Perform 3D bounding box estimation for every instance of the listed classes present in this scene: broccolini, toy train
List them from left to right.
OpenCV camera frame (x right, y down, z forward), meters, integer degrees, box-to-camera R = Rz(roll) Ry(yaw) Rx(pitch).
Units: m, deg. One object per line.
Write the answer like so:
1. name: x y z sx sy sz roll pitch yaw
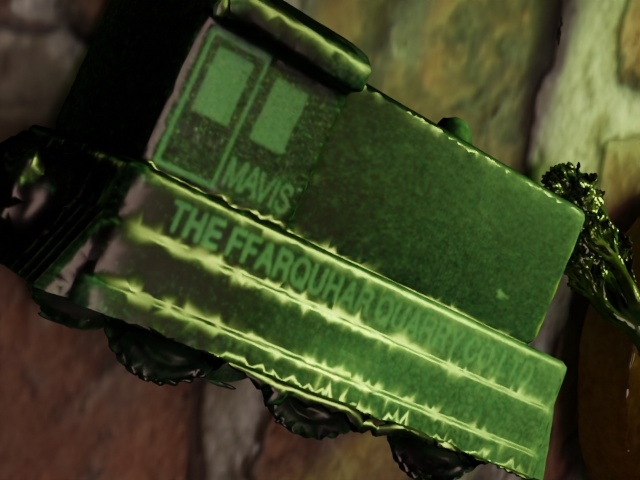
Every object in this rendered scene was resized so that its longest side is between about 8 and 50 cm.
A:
1. toy train: 0.000 0.000 0.620 0.330 0.138 0.178 25 87 -36
2. broccolini: 0.186 0.064 0.728 0.051 0.239 0.054 -35 167 23

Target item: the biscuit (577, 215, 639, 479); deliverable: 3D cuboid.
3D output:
1. biscuit: 0.316 0.038 0.870 0.367 0.063 0.314 -18 111 -26
